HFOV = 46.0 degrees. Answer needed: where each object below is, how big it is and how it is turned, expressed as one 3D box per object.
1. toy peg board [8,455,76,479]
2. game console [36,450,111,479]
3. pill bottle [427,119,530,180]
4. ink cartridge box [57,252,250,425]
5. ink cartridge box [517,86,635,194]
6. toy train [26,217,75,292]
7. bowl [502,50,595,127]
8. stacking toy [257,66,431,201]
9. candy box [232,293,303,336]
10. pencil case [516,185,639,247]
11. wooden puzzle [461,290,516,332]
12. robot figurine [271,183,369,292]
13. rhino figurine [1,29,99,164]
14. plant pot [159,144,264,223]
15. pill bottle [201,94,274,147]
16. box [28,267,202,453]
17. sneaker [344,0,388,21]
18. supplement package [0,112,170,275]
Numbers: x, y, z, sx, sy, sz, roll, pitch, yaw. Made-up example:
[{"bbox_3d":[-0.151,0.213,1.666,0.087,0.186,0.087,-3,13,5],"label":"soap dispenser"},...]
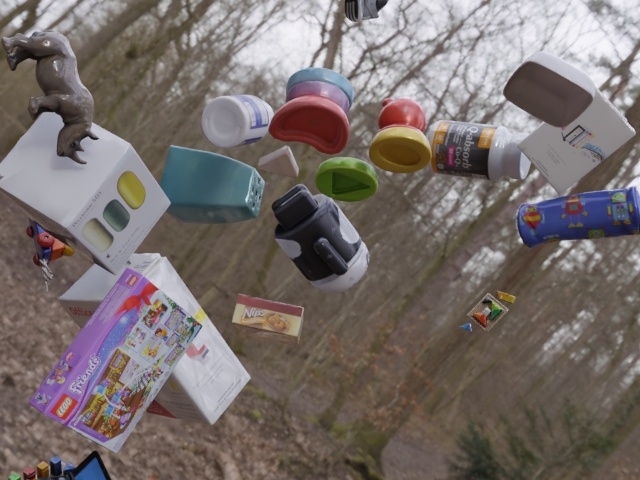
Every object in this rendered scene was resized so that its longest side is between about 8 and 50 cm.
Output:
[{"bbox_3d":[-0.551,0.513,1.560,0.161,0.160,0.079,20,-61,25],"label":"toy peg board"},{"bbox_3d":[-0.457,0.458,1.400,0.107,0.071,0.122,7,22,-38],"label":"game console"},{"bbox_3d":[0.460,-0.258,2.185,0.278,0.162,0.162,10,-29,27],"label":"pill bottle"},{"bbox_3d":[-0.386,0.228,1.749,0.279,0.160,0.385,-3,-54,45],"label":"ink cartridge box"},{"bbox_3d":[0.648,-0.261,1.907,0.168,0.232,0.171,50,22,5],"label":"ink cartridge box"},{"bbox_3d":[-0.637,0.020,1.878,0.105,0.143,0.248,-57,-131,46],"label":"toy train"},{"bbox_3d":[0.411,-0.276,1.348,0.142,0.053,0.142,29,-20,0],"label":"bowl"},{"bbox_3d":[0.040,-0.216,1.501,0.309,0.130,0.279,20,-31,-20],"label":"stacking toy"},{"bbox_3d":[-0.145,0.232,2.159,0.183,0.087,0.316,11,-12,1],"label":"candy box"},{"bbox_3d":[0.648,-0.053,1.888,0.306,0.119,0.133,-9,-37,26],"label":"pencil case"},{"bbox_3d":[0.352,0.150,1.588,0.014,0.116,0.078,43,-6,-39],"label":"wooden puzzle"},{"bbox_3d":[0.002,-0.002,1.832,0.173,0.209,0.278,-20,-64,39],"label":"robot figurine"},{"bbox_3d":[-0.450,-0.244,1.296,0.073,0.106,0.243,22,-46,59],"label":"rhino figurine"},{"bbox_3d":[-0.279,-0.134,1.989,0.234,0.166,0.165,7,-15,14],"label":"plant pot"},{"bbox_3d":[-0.177,-0.270,1.688,0.112,0.112,0.186,46,21,5],"label":"pill bottle"},{"bbox_3d":[-0.370,0.225,1.403,0.057,0.293,0.201,18,-23,39],"label":"box"},{"bbox_3d":[0.132,-0.713,2.046,0.086,0.132,0.229,29,-57,53],"label":"sneaker"},{"bbox_3d":[-0.463,-0.095,1.488,0.198,0.199,0.263,29,-16,16],"label":"supplement package"}]
